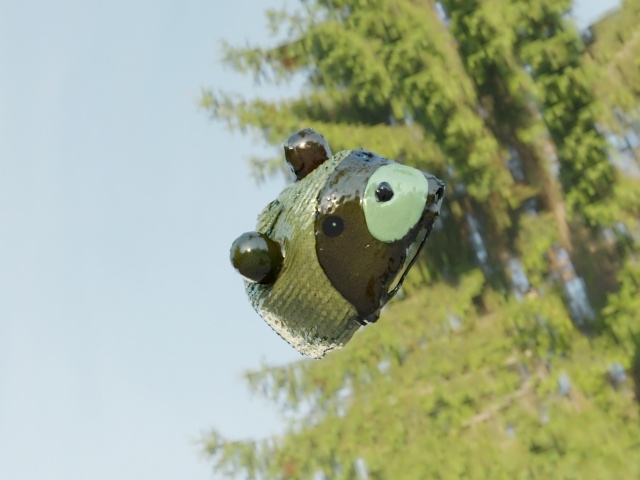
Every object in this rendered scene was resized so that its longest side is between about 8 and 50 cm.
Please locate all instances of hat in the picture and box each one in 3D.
[{"bbox_3d":[0.000,0.000,0.569,0.059,0.077,0.076,31,-18,-8],"label":"hat"}]
